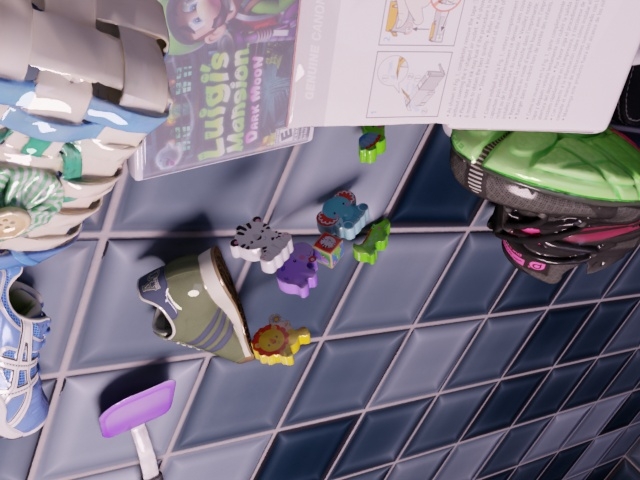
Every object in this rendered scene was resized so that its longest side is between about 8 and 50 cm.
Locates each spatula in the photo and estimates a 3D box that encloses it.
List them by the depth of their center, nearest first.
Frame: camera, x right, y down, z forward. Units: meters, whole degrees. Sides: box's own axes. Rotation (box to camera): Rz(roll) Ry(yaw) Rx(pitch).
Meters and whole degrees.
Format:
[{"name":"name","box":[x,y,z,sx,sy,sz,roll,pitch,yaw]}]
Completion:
[{"name":"spatula","box":[-0.200,0.253,0.883,0.084,0.030,0.297,-20,138,-25]}]

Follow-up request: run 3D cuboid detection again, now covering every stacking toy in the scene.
[{"name":"stacking toy","box":[0.000,0.000,0.766,0.221,0.052,0.167,-48,151,-30]}]

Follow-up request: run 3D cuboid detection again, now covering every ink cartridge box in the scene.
[{"name":"ink cartridge box","box":[0.113,-0.216,0.509,0.261,0.066,0.296,-1,127,-13]}]

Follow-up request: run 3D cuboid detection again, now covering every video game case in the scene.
[{"name":"video game case","box":[-0.070,-0.145,0.611,0.173,0.022,0.190,-17,137,-29]}]

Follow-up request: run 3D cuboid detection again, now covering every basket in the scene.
[{"name":"basket","box":[-0.239,-0.078,0.398,0.288,0.201,0.254,-20,161,40]}]

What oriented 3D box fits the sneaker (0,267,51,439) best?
[{"name":"sneaker","box":[-0.256,0.090,0.630,0.081,0.080,0.211,-24,141,-17]}]

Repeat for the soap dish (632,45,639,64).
[{"name":"soap dish","box":[0.222,-0.265,0.673,0.290,0.118,0.229,-12,134,-34]}]

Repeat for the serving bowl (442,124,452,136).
[{"name":"serving bowl","box":[0.172,-0.139,0.827,0.083,0.027,0.083,-23,140,-22]}]

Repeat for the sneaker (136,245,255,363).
[{"name":"sneaker","box":[-0.122,0.073,0.758,0.086,0.064,0.192,-15,148,-3]}]

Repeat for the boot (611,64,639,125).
[{"name":"boot","box":[0.437,-0.232,0.755,0.138,0.284,0.378,-15,135,-31]}]

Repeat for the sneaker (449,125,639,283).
[{"name":"sneaker","box":[0.284,-0.037,0.883,0.482,0.185,0.202,10,121,-52]}]
